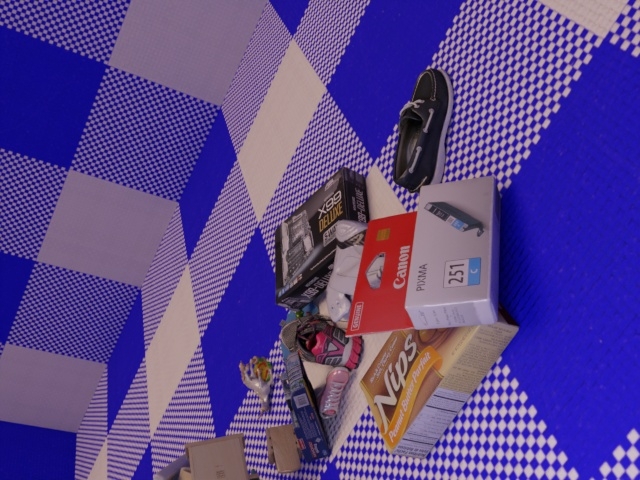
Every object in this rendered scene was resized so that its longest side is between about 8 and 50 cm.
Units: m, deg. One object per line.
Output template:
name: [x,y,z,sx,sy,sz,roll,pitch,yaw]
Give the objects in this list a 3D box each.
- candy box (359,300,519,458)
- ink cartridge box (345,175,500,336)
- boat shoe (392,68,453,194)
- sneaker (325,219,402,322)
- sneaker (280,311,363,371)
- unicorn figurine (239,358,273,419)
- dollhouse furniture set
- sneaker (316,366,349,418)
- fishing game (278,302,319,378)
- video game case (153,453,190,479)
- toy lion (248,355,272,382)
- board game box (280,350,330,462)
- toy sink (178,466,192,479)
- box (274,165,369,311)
candy box: [0.200,0.211,1.351,0.316,0.087,0.183,-61,28,24]
ink cartridge box: [0.175,0.024,1.311,0.261,0.066,0.296,-9,42,22]
boat shoe: [0.213,-0.245,1.613,0.114,0.091,0.302,-33,46,54]
sneaker: [0.127,0.086,1.543,0.366,0.137,0.210,24,104,62]
sneaker: [-0.019,0.223,1.760,0.299,0.112,0.121,-3,72,62]
unicorn figurine: [-0.165,0.386,2.020,0.162,0.060,0.111,33,123,59]
dollhouse furniture set: [-0.172,0.616,1.743,0.198,0.286,0.303,-110,15,-49]
sneaker: [0.030,0.341,1.666,0.070,0.051,0.134,-97,27,-48]
fishing game: [-0.064,0.229,1.949,0.189,0.041,0.264,-6,69,61]
video game case: [-0.430,0.753,2.155,0.329,0.036,0.300,-3,-67,-75]
toy lion: [-0.166,0.371,2.084,0.100,0.034,0.096,-65,33,17]
board game box: [-0.044,0.359,1.706,0.194,0.060,0.194,-111,3,-66]
toy sink: [-0.299,0.682,2.013,0.234,0.153,0.131,-19,58,62]
box: [0.000,0.000,1.883,0.307,0.076,0.242,-40,40,39]
